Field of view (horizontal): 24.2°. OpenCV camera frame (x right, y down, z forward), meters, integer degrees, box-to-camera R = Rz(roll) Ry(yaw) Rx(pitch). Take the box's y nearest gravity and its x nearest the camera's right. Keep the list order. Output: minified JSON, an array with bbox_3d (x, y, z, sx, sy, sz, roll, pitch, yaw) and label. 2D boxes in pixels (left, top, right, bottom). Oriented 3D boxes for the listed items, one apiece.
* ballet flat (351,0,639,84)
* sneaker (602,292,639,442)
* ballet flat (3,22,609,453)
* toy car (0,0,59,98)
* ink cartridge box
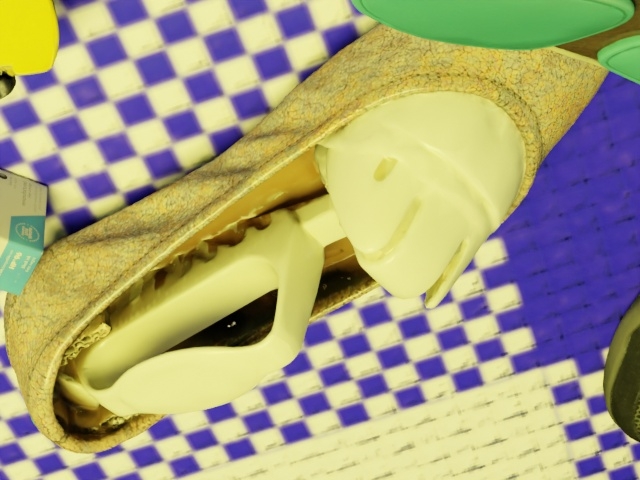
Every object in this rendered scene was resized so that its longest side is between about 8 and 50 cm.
[{"bbox_3d":[0.103,-0.102,0.550,0.248,0.086,0.086,11,129,-40],"label":"ballet flat"},{"bbox_3d":[0.218,0.056,0.688,0.087,0.130,0.227,26,133,-25],"label":"sneaker"},{"bbox_3d":[0.000,0.000,0.630,0.316,0.106,0.107,-33,126,18],"label":"ballet flat"},{"bbox_3d":[-0.243,-0.063,0.579,0.239,0.053,0.225,19,124,-21],"label":"toy car"},{"bbox_3d":[-0.161,-0.013,0.633,0.083,0.048,0.028,20,124,-23],"label":"ink cartridge box"}]
